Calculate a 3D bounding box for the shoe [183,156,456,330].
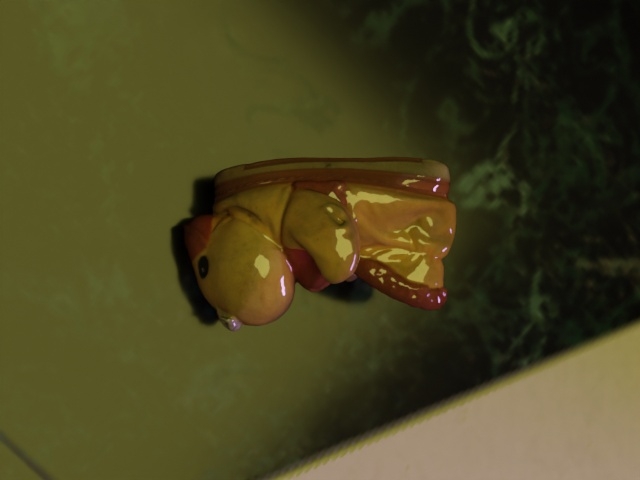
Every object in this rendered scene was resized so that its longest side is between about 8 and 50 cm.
[{"bbox_3d":[0.002,-0.001,0.511,0.109,0.072,0.069,-6,85,-18],"label":"shoe"}]
